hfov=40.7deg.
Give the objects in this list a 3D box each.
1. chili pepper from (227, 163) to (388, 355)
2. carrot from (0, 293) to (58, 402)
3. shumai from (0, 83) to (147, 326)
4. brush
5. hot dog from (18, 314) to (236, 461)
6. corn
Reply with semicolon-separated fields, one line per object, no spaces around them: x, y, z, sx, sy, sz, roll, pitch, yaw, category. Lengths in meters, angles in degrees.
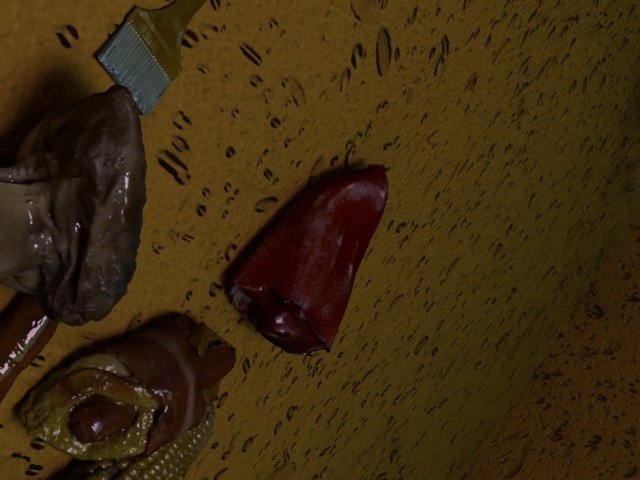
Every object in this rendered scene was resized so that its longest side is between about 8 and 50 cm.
0.000;0.000;1.012;0.144;0.136;0.253;35;69;-17;chili pepper
-0.282;0.117;0.711;0.248;0.059;0.059;-53;150;-18;carrot
-0.207;-0.024;0.636;0.153;0.161;0.209;-3;156;-25;shumai
-0.107;-0.206;0.736;0.205;0.011;0.083;-54;150;-13;brush
-0.168;0.150;0.861;0.261;0.093;0.123;-26;122;-45;hot dog
-0.231;0.268;0.889;0.320;0.097;0.097;-38;144;-38;corn
